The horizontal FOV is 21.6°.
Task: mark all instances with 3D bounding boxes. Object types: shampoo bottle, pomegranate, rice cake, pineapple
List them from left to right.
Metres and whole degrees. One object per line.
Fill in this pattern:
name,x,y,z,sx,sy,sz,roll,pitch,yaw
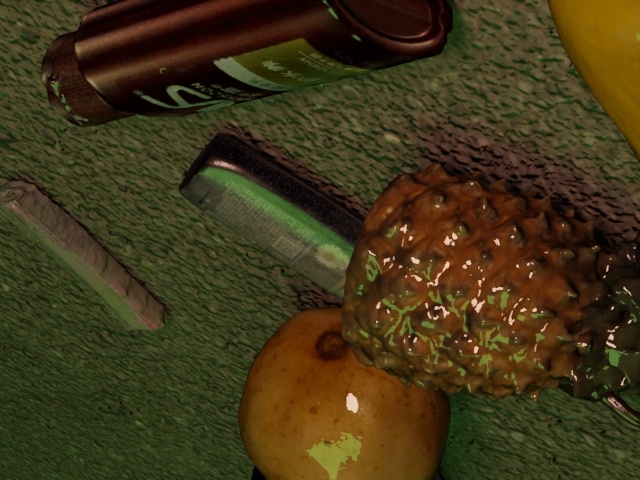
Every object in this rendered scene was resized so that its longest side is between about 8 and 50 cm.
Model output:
rice cake,-0.220,0.020,1.559,0.043,0.034,0.211,-5,138,47
shampoo bottle,-0.069,-0.135,1.135,0.323,0.084,0.129,-8,166,44
shampoo bottle,0.000,0.000,1.337,0.234,0.049,0.087,32,148,-10
pomegranate,0.024,0.150,1.442,0.196,0.196,0.196,20,149,12
pineapple,0.194,0.054,1.168,0.340,0.169,0.169,15,148,15

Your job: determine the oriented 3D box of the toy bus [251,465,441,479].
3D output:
toy bus,0.059,0.298,1.684,0.147,0.127,0.302,-1,139,32

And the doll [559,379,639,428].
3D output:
doll,0.203,0.081,1.303,0.165,0.057,0.139,26,153,12

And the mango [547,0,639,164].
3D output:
mango,0.275,-0.054,0.947,0.195,0.142,0.331,-12,130,41
